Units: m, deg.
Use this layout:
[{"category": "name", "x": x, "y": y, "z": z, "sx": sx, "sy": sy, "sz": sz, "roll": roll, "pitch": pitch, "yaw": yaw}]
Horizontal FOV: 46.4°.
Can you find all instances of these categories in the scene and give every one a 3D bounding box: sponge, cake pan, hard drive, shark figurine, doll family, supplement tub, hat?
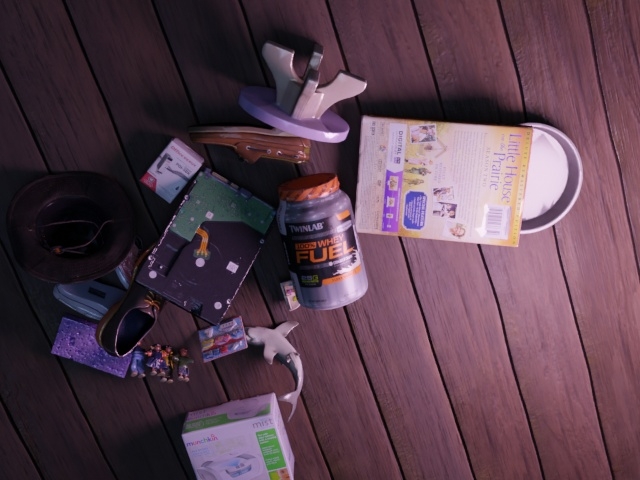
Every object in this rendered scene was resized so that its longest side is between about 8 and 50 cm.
[{"category": "sponge", "x": -0.616, "y": 0.288, "z": 2.039, "sx": 0.210, "sy": 0.031, "sz": 0.117, "roll": 21, "pitch": 105, "yaw": -8}, {"category": "cake pan", "x": 0.526, "y": -0.163, "z": 1.932, "sx": 0.293, "sy": 0.054, "sz": 0.293, "roll": -1, "pitch": 107, "yaw": -2}, {"category": "hard drive", "x": -0.281, "y": 0.014, "z": 1.874, "sx": 0.237, "sy": 0.064, "sz": 0.338, "roll": 30, "pitch": 76, "yaw": -12}, {"category": "shark figurine", "x": -0.100, "y": 0.337, "z": 2.026, "sx": 0.166, "sy": 0.278, "sz": 0.116, "roll": -23, "pitch": 151, "yaw": -24}, {"category": "doll family", "x": -0.437, "y": 0.320, "z": 2.013, "sx": 0.076, "sy": 0.111, "sz": 0.193, "roll": -30, "pitch": 142, "yaw": 34}, {"category": "supplement tub", "x": 0.000, "y": 0.000, "z": 1.889, "sx": 0.194, "sy": 0.193, "sz": 0.315, "roll": -13, "pitch": 107, "yaw": 2}, {"category": "hat", "x": -0.613, "y": -0.011, "z": 1.863, "sx": 0.332, "sy": 0.331, "sz": 0.134, "roll": 9, "pitch": 148, "yaw": -5}]

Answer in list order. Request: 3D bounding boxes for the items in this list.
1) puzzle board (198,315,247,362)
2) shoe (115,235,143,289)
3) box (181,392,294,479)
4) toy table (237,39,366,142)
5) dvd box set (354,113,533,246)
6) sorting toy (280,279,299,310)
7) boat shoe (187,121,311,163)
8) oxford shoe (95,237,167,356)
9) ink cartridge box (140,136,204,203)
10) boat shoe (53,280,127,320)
[{"category": "puzzle board", "x": -0.267, "y": 0.266, "z": 2.020, "sx": 0.128, "sy": 0.096, "sz": 0.011, "roll": -20, "pitch": 151, "yaw": 6}, {"category": "shoe", "x": -0.495, "y": 0.051, "z": 1.951, "sx": 0.081, "sy": 0.063, "sz": 0.177, "roll": -24, "pitch": 102, "yaw": 11}, {"category": "box", "x": -0.227, "y": 0.577, "z": 2.099, "sx": 0.262, "sy": 0.126, "sz": 0.231, "roll": -13, "pitch": 109, "yaw": 3}, {"category": "toy table", "x": -0.041, "y": -0.355, "z": 1.764, "sx": 0.275, "sy": 0.252, "sz": 0.160, "roll": 13, "pitch": 123, "yaw": -18}, {"category": "dvd box set", "x": 0.303, "y": -0.153, "z": 1.882, "sx": 0.421, "sy": 0.062, "sz": 0.307, "roll": 5, "pitch": 107, "yaw": 8}, {"category": "sorting toy", "x": -0.064, "y": 0.136, "z": 2.011, "sx": 0.075, "sy": 0.045, "sz": 0.083, "roll": -18, "pitch": 107, "yaw": -4}, {"category": "boat shoe", "x": -0.175, "y": -0.238, "z": 1.850, "sx": 0.308, "sy": 0.110, "sz": 0.104, "roll": 1, "pitch": 106, "yaw": -3}, {"category": "oxford shoe", "x": -0.428, "y": 0.141, "z": 1.905, "sx": 0.130, "sy": 0.133, "sz": 0.363, "roll": 34, "pitch": 81, "yaw": -31}, {"category": "ink cartridge box", "x": -0.375, "y": -0.178, "z": 1.888, "sx": 0.099, "sy": 0.056, "sz": 0.135, "roll": 38, "pitch": 103, "yaw": -12}, {"category": "boat shoe", "x": -0.582, "y": 0.169, "z": 1.983, "sx": 0.258, "sy": 0.095, "sz": 0.084, "roll": 33, "pitch": 135, "yaw": -18}]
